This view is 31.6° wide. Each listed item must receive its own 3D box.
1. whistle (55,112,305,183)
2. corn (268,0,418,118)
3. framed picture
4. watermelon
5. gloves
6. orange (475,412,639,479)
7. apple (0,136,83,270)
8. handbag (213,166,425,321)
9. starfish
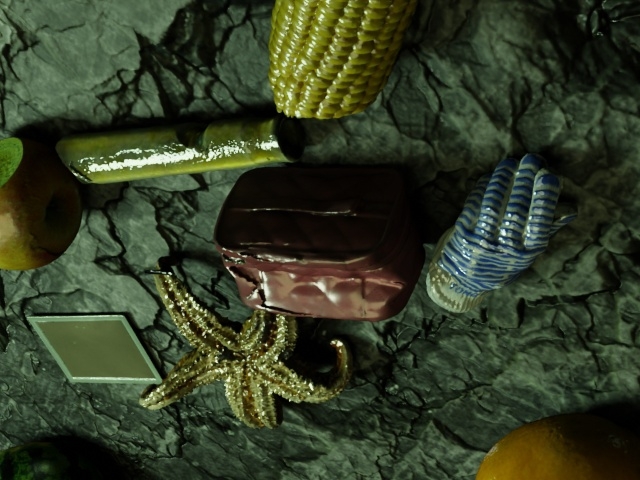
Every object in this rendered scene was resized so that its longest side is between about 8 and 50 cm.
[{"bbox_3d":[-0.168,-0.102,1.302,0.326,0.057,0.068,-4,129,30],"label":"whistle"},{"bbox_3d":[0.036,-0.256,0.994,0.143,0.144,0.387,20,140,8],"label":"corn"},{"bbox_3d":[-0.330,0.160,1.672,0.183,0.011,0.142,-3,129,29],"label":"framed picture"},{"bbox_3d":[-0.473,0.460,1.867,0.268,0.269,0.269,14,136,14],"label":"watermelon"},{"bbox_3d":[0.189,-0.001,1.203,0.119,0.097,0.229,6,137,-21],"label":"gloves"},{"bbox_3d":[0.306,0.306,1.370,0.240,0.171,0.240,11,140,9],"label":"orange"},{"bbox_3d":[-0.382,-0.043,1.407,0.147,0.146,0.163,12,138,22],"label":"apple"},{"bbox_3d":[0.000,0.000,1.252,0.225,0.146,0.135,5,138,22],"label":"handbag"},{"bbox_3d":[-0.115,0.141,1.478,0.312,0.113,0.303,-31,115,33],"label":"starfish"}]
